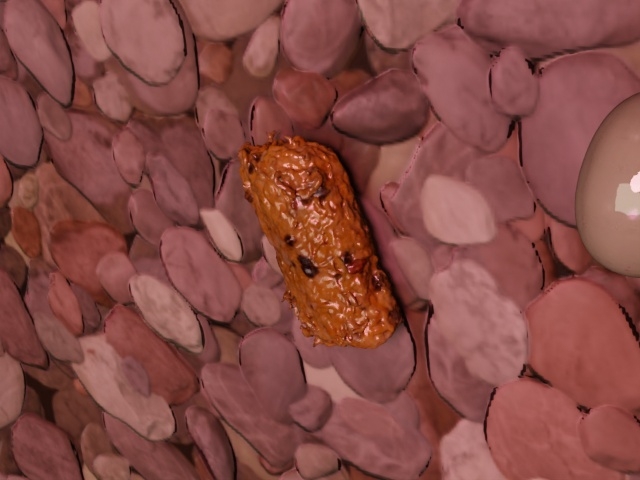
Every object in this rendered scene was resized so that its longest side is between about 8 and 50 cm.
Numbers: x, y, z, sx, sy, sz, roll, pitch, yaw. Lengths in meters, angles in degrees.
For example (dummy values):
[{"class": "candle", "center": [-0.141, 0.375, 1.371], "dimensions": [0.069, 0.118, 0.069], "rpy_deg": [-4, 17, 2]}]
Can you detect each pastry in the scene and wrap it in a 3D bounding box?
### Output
[{"class": "pastry", "center": [0.000, 0.000, 0.802], "dimensions": [0.080, 0.056, 0.140], "rpy_deg": [0, 117, 47]}]

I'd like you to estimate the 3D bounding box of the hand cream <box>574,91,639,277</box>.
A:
[{"class": "hand cream", "center": [0.262, 0.007, 0.561], "dimensions": [0.306, 0.093, 0.147], "rpy_deg": [20, 89, 31]}]
